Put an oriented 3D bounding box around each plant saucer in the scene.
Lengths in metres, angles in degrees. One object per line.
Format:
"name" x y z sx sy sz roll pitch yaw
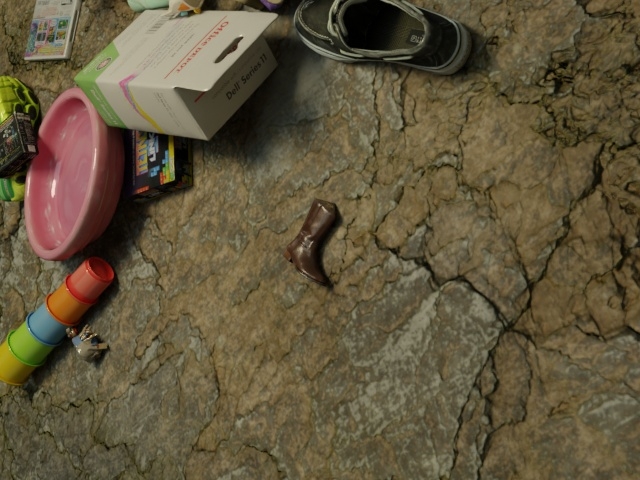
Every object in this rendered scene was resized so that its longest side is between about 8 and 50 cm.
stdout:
"plant saucer" -0.467 -0.122 1.829 0.332 0.084 0.332 -16 69 51

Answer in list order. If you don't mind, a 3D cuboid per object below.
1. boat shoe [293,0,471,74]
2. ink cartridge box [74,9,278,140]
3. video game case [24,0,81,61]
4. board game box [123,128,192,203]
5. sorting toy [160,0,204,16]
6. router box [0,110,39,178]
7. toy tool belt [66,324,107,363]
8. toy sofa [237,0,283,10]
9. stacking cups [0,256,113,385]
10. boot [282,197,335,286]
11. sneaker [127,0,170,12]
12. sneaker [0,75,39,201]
"boat shoe" 0.069 -0.330 1.426 0.335 0.119 0.121 19 93 41
"ink cartridge box" -0.221 -0.282 1.608 0.353 0.119 0.207 13 55 42
"video game case" -0.582 -0.462 2.079 0.157 0.019 0.143 7 85 40
"board game box" -0.300 -0.168 1.751 0.141 0.048 0.170 -16 70 36
"sorting toy" -0.239 -0.408 1.635 0.075 0.045 0.083 -14 40 32
"router box" -0.621 -0.190 1.917 0.122 0.038 0.092 -28 73 35
"toy tool belt" -0.436 0.186 1.793 0.051 0.052 0.083 -36 57 -8
"toy sofa" -0.057 -0.559 1.566 0.177 0.150 0.363 28 101 4
"stacking cups" -0.515 0.147 1.841 0.316 0.096 0.096 -45 55 20
"boot" 0.000 0.000 1.469 0.106 0.037 0.114 41 102 36
"sneaker" -0.285 -0.535 1.764 0.151 0.094 0.256 -6 59 39
"sneaker" -0.667 -0.219 2.035 0.123 0.109 0.296 -23 66 30
